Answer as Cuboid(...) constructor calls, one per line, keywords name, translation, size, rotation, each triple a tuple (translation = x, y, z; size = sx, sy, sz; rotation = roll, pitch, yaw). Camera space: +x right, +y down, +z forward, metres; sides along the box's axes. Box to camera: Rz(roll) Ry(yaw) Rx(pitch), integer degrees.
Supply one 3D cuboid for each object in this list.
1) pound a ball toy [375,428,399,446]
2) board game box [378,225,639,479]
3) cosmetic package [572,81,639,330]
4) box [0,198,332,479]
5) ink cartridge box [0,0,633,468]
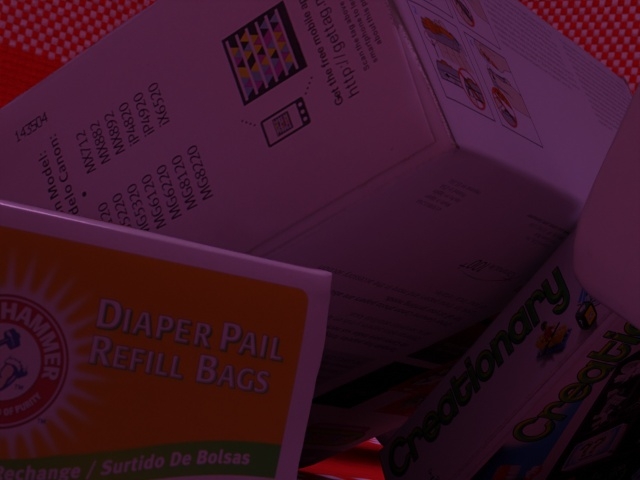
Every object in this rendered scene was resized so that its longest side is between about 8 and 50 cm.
Cuboid(name="pound a ball toy", translation=(0.026, 0.034, 0.983), size=(0.319, 0.136, 0.208), rotation=(36, -30, -30))
Cuboid(name="board game box", translation=(0.185, 0.036, 0.641), size=(0.193, 0.053, 0.305), rotation=(13, -48, -29))
Cuboid(name="cosmetic package", translation=(0.340, -0.039, 0.345), size=(0.327, 0.329, 0.393), rotation=(12, 14, -29))
Cuboid(name="box", translation=(-0.097, 0.043, 0.436), size=(0.114, 0.103, 0.203), rotation=(13, -3, -28))
Cuboid(name="ink cartridge box", translation=(0.000, 0.000, 0.705), size=(0.272, 0.130, 0.309), rotation=(-30, -24, 23))
